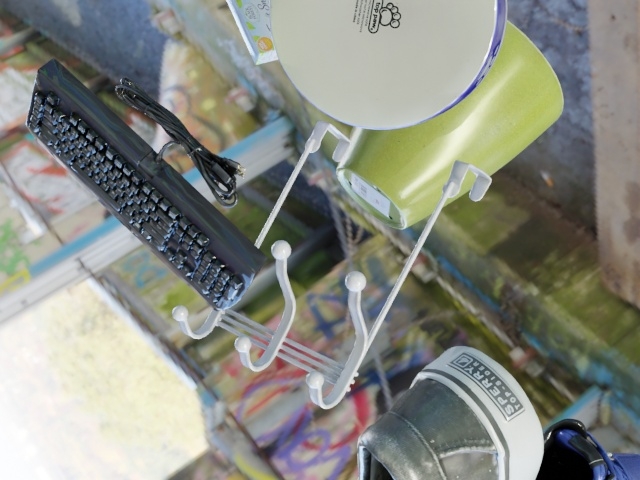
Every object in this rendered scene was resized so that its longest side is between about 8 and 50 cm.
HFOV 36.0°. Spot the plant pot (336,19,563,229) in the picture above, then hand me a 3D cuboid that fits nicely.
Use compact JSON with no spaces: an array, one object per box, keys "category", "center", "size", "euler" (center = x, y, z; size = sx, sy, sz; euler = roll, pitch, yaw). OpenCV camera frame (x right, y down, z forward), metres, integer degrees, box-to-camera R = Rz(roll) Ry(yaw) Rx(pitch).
[{"category":"plant pot","center":[0.167,-0.168,1.491],"size":[0.275,0.293,0.275],"euler":[39,168,10]}]

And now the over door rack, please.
[{"category":"over door rack","center":[0.000,0.000,1.109],"size":[0.239,0.324,0.108],"euler":[22,159,39]}]

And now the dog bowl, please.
[{"category":"dog bowl","center":[0.078,-0.262,1.133],"size":[0.265,0.265,0.104],"euler":[59,-160,-4]}]

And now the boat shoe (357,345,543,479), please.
[{"category":"boat shoe","center":[0.045,0.136,0.440],"size":[0.078,0.070,0.219],"euler":[38,149,37]}]

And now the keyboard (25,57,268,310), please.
[{"category":"keyboard","center":[-0.182,-0.069,1.030],"size":[0.317,0.033,0.201],"euler":[42,137,5]}]

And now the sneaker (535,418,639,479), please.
[{"category":"sneaker","center":[0.347,0.323,1.288],"size":[0.182,0.315,0.127],"euler":[-62,41,41]}]

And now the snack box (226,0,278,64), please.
[{"category":"snack box","center":[-0.080,-0.349,1.517],"size":[0.141,0.100,0.037],"euler":[65,158,13]}]
